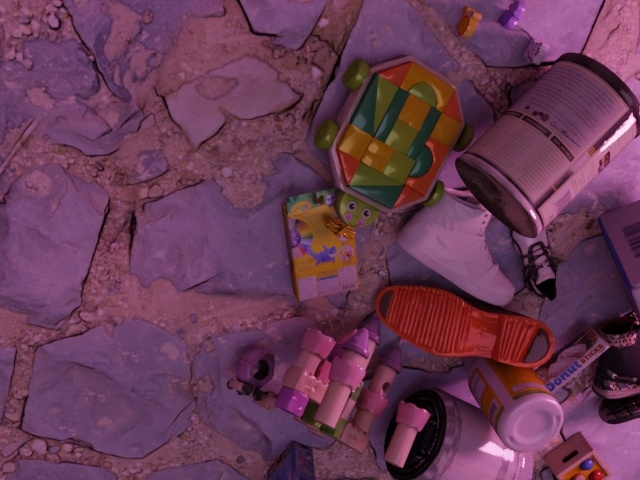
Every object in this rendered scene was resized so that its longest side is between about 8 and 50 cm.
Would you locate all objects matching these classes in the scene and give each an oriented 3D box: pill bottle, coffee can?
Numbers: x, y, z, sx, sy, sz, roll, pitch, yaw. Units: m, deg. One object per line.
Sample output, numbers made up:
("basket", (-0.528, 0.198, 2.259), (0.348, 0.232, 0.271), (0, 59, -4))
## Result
("pill bottle", (0.389, 0.310, 1.734), (0.136, 0.246, 0.136), (-6, 118, -11))
("coffee can", (0.408, -0.170, 1.494), (0.275, 0.201, 0.201), (-44, 118, -5))

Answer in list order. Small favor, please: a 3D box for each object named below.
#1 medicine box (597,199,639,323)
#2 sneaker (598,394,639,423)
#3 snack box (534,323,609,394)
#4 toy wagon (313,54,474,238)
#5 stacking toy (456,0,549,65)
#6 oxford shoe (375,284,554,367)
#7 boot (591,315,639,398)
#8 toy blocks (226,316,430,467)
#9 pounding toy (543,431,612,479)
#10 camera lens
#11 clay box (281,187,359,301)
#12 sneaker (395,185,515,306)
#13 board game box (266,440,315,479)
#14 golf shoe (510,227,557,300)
("medicine box", (0.702, 0.100, 1.682), (0.149, 0.263, 0.289), (-22, 120, 16))
("sneaker", (0.783, 0.381, 1.950), (0.267, 0.101, 0.106), (-21, 121, -2))
("snack box", (0.552, 0.268, 1.850), (0.064, 0.022, 0.178), (46, 110, 7))
("toy wagon", (0.120, -0.154, 1.512), (0.267, 0.068, 0.344), (26, 93, -23))
("stacking toy", (0.359, -0.435, 1.467), (0.167, 0.052, 0.221), (17, 110, -21))
("oxford shoe", (0.287, 0.173, 1.714), (0.363, 0.133, 0.130), (18, 95, 0))
("boot", (0.730, 0.255, 1.883), (0.236, 0.085, 0.179), (-12, 116, -7))
("toy blocks", (0.042, 0.256, 1.670), (0.288, 0.309, 0.260), (38, 70, -38))
("pounding toy", (0.617, 0.565, 2.000), (0.141, 0.100, 0.130), (-38, 118, 6))
("camera lens", (0.292, 0.458, 1.799), (0.274, 0.219, 0.219), (28, 106, -24))
("clay box", (0.000, 0.000, 1.594), (0.127, 0.053, 0.222), (-11, 116, -11))
("sneaker", (0.311, 0.007, 1.644), (0.292, 0.108, 0.169), (30, 109, -23))
("board game box", (-0.075, 0.566, 1.777), (0.060, 0.194, 0.194), (32, 105, -25))
("golf shoe", (0.448, 0.035, 1.700), (0.077, 0.094, 0.198), (-24, 118, 0))
